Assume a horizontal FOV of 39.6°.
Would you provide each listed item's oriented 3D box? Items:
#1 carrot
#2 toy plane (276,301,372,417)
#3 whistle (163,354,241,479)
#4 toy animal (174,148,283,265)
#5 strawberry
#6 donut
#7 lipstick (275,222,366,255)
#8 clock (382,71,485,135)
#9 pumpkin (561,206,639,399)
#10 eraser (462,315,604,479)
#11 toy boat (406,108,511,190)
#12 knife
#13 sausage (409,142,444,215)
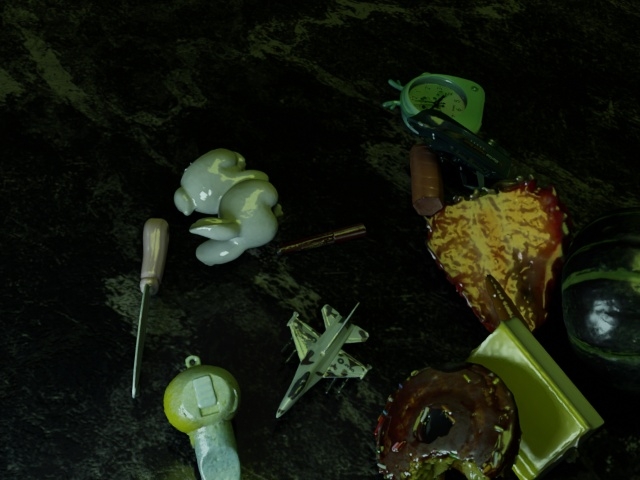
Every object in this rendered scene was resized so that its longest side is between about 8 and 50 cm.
[{"bbox_3d":[0.351,0.207,1.471,0.069,0.069,0.336,-16,77,-20],"label":"carrot"},{"bbox_3d":[-0.007,0.202,1.464,0.160,0.082,0.234,36,70,5],"label":"toy plane"},{"bbox_3d":[-0.172,0.285,1.365,0.122,0.123,0.223,-13,78,-18],"label":"whistle"},{"bbox_3d":[-0.171,-0.063,1.597,0.178,0.127,0.193,-19,59,-19],"label":"toy animal"},{"bbox_3d":[0.344,0.027,1.603,0.253,0.150,0.280,-34,77,-3],"label":"strawberry"},{"bbox_3d":[0.199,0.295,1.364,0.230,0.096,0.216,-24,42,17],"label":"donut"},{"bbox_3d":[0.000,0.000,1.642,0.176,0.027,0.027,-14,57,-17],"label":"lipstick"},{"bbox_3d":[0.236,-0.283,1.866,0.210,0.066,0.159,16,52,3],"label":"clock"},{"bbox_3d":[0.522,0.103,1.464,0.241,0.323,0.323,4,49,22],"label":"pumpkin"},{"bbox_3d":[0.320,0.257,1.414,0.069,0.158,0.226,1,44,-50],"label":"eraser"},{"bbox_3d":[0.262,-0.179,1.723,0.246,0.093,0.103,28,88,-26],"label":"toy boat"},{"bbox_3d":[-0.286,0.100,1.484,0.043,0.081,0.336,1,53,-4],"label":"knife"},{"bbox_3d":[0.208,-0.131,1.753,0.065,0.065,0.169,5,53,-6],"label":"sausage"}]
